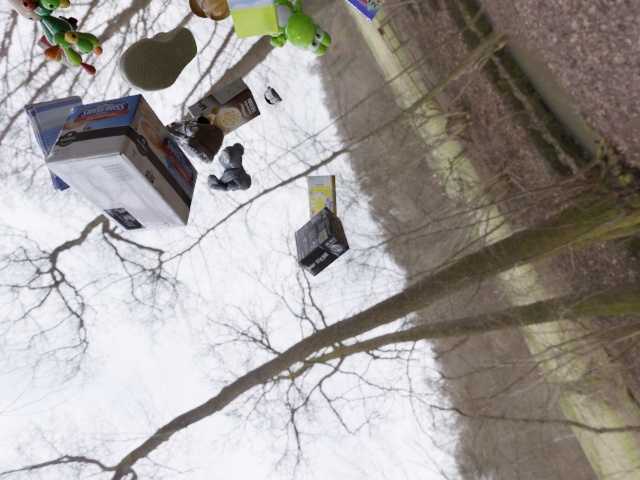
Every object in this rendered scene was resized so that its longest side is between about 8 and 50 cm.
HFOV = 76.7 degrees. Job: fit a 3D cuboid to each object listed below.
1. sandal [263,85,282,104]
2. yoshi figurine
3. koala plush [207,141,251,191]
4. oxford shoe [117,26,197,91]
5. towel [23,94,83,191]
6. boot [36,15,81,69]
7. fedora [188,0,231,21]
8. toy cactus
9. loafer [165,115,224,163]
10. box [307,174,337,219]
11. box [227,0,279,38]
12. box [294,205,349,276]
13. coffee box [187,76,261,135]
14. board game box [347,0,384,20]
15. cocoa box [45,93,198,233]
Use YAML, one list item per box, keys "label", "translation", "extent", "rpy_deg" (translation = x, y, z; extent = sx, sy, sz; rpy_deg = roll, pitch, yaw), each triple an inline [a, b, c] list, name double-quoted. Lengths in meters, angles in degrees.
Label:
- label: "sandal"
  translation: [-0.216, -0.634, 1.804]
  extent: [0.090, 0.060, 0.219]
  rpy_deg: [46, -174, -25]
- label: "yoshi figurine"
  translation: [-0.122, -0.814, 1.500]
  extent: [0.362, 0.203, 0.203]
  rpy_deg: [39, 148, 22]
- label: "koala plush"
  translation: [-0.437, -0.369, 2.010]
  extent: [0.196, 0.203, 0.221]
  rpy_deg: [-48, -32, -58]
- label: "oxford shoe"
  translation: [-0.583, -0.639, 1.434]
  extent: [0.449, 0.130, 0.169]
  rpy_deg: [-75, -24, -48]
- label: "towel"
  translation: [-0.853, -0.331, 1.364]
  extent: [0.209, 0.034, 0.285]
  rpy_deg: [-56, -31, -54]
- label: "boot"
  translation: [-1.015, -0.806, 1.648]
  extent: [0.088, 0.176, 0.244]
  rpy_deg: [38, -179, -7]
- label: "fedora"
  translation: [-0.340, -0.801, 1.351]
  extent: [0.079, 0.194, 0.194]
  rpy_deg: [60, -161, 6]
- label: "toy cactus"
  translation: [-0.529, -0.415, 0.783]
  extent: [0.180, 0.112, 0.219]
  rpy_deg: [37, 174, -11]
- label: "loafer"
  translation: [-0.430, -0.367, 1.426]
  extent: [0.366, 0.130, 0.134]
  rpy_deg: [33, 168, 45]
- label: "box"
  translation: [0.008, -0.156, 1.528]
  extent: [0.043, 0.105, 0.179]
  rpy_deg: [-22, -68, -62]
- label: "box"
  translation: [-0.159, -0.554, 0.930]
  extent: [0.178, 0.109, 0.042]
  rpy_deg: [86, 174, -71]
- label: "box"
  translation: [0.000, 0.000, 1.267]
  extent: [0.077, 0.147, 0.180]
  rpy_deg: [41, -162, -28]
- label: "coffee box"
  translation: [-0.382, -0.520, 1.627]
  extent: [0.098, 0.246, 0.141]
  rpy_deg: [53, 173, 27]
- label: "board game box"
  translation: [0.104, -0.904, 1.300]
  extent: [0.317, 0.213, 0.046]
  rpy_deg: [27, -158, -24]
- label: "cocoa box"
  translation: [-0.557, -0.213, 1.203]
  extent: [0.347, 0.231, 0.228]
  rpy_deg: [67, -159, -57]
